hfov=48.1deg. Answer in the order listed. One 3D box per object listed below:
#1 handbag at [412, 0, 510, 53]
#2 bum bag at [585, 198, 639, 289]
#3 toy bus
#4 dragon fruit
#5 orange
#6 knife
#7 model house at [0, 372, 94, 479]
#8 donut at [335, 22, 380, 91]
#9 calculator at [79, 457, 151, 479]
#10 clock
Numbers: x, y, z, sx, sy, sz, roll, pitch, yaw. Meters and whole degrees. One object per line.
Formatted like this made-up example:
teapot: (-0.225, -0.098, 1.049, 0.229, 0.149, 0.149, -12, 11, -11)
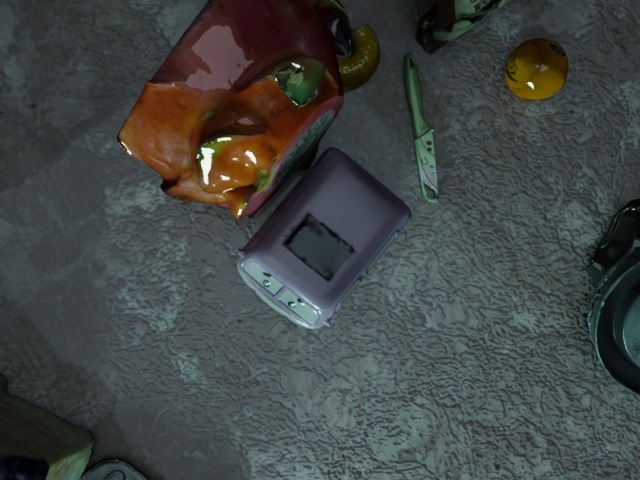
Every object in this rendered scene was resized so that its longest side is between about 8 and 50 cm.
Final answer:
handbag: (0.212, -0.363, 0.887, 0.235, 0.213, 0.127, -41, 74, -4)
bum bag: (0.519, 0.013, 0.963, 0.326, 0.080, 0.142, -2, 99, -5)
toy bus: (0.000, 0.000, 0.884, 0.142, 0.142, 0.202, 39, 86, -4)
dragon fruit: (-0.076, -0.157, 0.816, 0.189, 0.290, 0.291, 35, 86, -4)
orange: (0.285, -0.226, 0.950, 0.083, 0.083, 0.084, 0, 88, -5)
knife: (0.137, -0.152, 0.967, 0.030, 0.014, 0.207, -8, 91, -5)
model house: (-0.441, 0.256, 0.762, 0.298, 0.284, 0.243, 23, 80, 0)
donut: (0.027, -0.249, 0.945, 0.108, 0.043, 0.097, 9, 87, -1)
calculator: (-0.241, 0.402, 0.901, 0.177, 0.040, 0.268, -39, 91, -5)
clock: (0.465, 0.102, 0.933, 0.226, 0.049, 0.226, 2, 112, 4)
